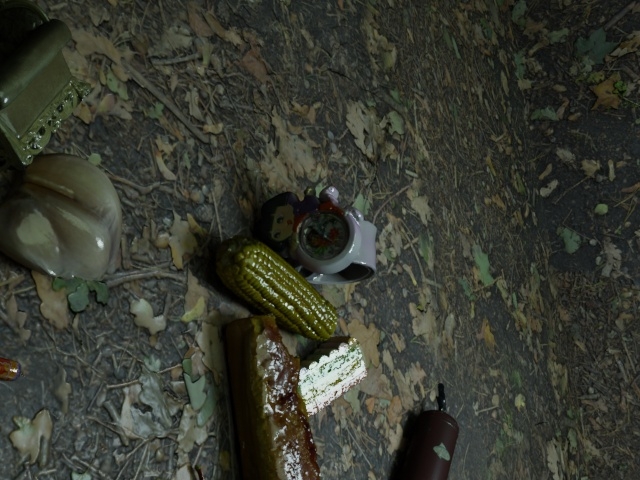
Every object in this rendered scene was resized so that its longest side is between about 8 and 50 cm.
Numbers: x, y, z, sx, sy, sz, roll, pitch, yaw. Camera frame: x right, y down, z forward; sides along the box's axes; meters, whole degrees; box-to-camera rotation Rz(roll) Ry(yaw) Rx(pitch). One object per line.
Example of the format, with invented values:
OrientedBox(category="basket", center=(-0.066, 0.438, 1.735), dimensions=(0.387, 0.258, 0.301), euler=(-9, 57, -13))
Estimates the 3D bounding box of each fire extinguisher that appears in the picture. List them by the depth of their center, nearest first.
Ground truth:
OrientedBox(category="fire extinguisher", center=(0.273, 0.524, 2.117), dimensions=(0.337, 0.114, 0.135), euler=(-64, 150, -45))

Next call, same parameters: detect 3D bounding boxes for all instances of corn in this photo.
OrientedBox(category="corn", center=(-0.089, 0.105, 1.755), dimensions=(0.363, 0.120, 0.120), euler=(43, 45, -40))

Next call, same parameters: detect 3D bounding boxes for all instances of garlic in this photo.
OrientedBox(category="garlic", center=(-0.399, -0.035, 1.367), dimensions=(0.228, 0.110, 0.217), euler=(43, 42, -38))

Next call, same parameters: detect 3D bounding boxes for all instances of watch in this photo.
OrientedBox(category="watch", center=(0.000, 0.000, 1.869), dimensions=(0.231, 0.244, 0.196), euler=(49, 40, -68))

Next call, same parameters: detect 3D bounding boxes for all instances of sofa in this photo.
OrientedBox(category="sofa", center=(-0.486, -0.215, 1.179), dimensions=(0.182, 0.258, 0.200), euler=(65, 34, -38))

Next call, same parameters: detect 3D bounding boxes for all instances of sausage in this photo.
OrientedBox(category="sausage", center=(-0.485, 0.180, 1.224), dimensions=(0.129, 0.034, 0.034), euler=(30, 54, -47))

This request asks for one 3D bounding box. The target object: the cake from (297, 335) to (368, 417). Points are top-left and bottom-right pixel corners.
OrientedBox(category="cake", center=(0.021, 0.295, 1.869), dimensions=(0.225, 0.090, 0.109), euler=(-35, 110, -54))

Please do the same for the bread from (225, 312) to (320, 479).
OrientedBox(category="bread", center=(-0.085, 0.334, 1.682), dimensions=(0.185, 0.109, 0.380), euler=(6, 71, -54))

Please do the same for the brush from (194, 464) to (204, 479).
OrientedBox(category="brush", center=(-0.214, 0.445, 1.529), dimensions=(0.021, 0.019, 0.083), euler=(-26, 102, -46))
